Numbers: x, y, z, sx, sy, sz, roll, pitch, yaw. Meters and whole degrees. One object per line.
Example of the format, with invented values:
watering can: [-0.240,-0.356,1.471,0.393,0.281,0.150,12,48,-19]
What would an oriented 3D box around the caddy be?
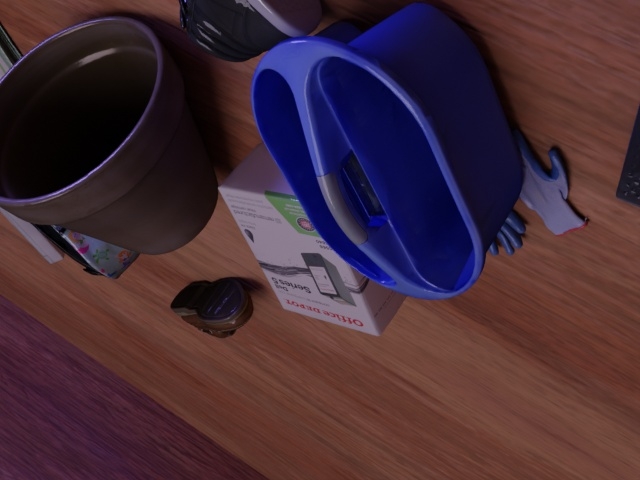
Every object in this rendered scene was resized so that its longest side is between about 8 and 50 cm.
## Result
caddy: [0.067,-0.084,0.744,0.241,0.179,0.341,5,135,47]

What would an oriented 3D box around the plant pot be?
plant pot: [-0.305,-0.121,1.035,0.323,0.323,0.280,18,160,30]

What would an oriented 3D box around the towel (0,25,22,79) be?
towel: [-0.689,-0.369,1.327,0.325,0.038,0.248,11,140,38]

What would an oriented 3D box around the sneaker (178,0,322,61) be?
sneaker: [-0.145,-0.315,0.756,0.296,0.104,0.147,44,144,-19]

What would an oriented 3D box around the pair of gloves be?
pair of gloves: [0.219,-0.052,0.813,0.159,0.023,0.198,46,150,-14]

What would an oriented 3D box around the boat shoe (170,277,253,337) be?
boat shoe: [-0.213,0.152,1.476,0.104,0.111,0.307,48,158,-24]

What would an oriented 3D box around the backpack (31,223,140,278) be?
backpack: [-0.456,-0.046,1.345,0.253,0.191,0.225,48,171,-4]

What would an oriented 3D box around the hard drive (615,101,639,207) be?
hard drive: [0.398,-0.065,0.573,0.254,0.054,0.172,21,146,26]

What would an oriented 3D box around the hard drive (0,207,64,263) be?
hard drive: [-0.667,-0.132,1.459,0.353,0.047,0.233,76,169,-56]

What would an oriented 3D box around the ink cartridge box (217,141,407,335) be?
ink cartridge box: [0.000,0.000,1.020,0.198,0.115,0.273,12,141,37]
